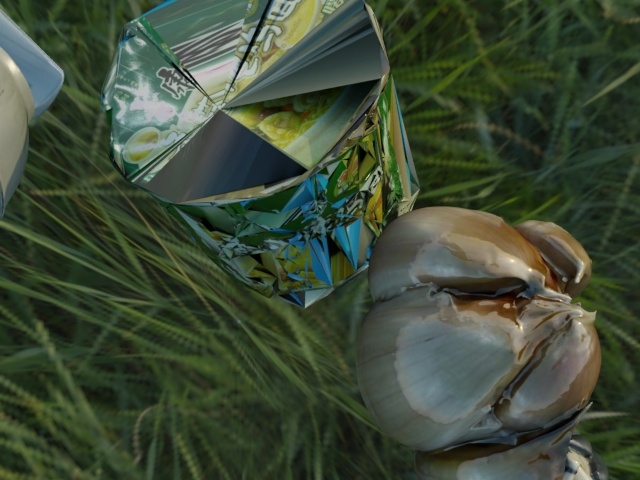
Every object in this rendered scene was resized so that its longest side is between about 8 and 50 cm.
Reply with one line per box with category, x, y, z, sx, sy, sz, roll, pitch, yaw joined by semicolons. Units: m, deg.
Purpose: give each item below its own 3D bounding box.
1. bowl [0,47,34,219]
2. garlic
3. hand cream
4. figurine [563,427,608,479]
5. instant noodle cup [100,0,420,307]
bowl;-0.285;-0.108;1.258;0.086;0.189;0.189;-41;90;-29
garlic;0.099;0.084;1.086;0.160;0.191;0.214;15;77;-8
hand cream;-0.399;-0.253;1.844;0.255;0.048;0.079;47;127;2
figurine;0.234;0.292;1.725;0.197;0.265;0.175;11;98;20
instant noodle cup;-0.035;-0.074;1.240;0.240;0.178;0.240;-9;56;14
